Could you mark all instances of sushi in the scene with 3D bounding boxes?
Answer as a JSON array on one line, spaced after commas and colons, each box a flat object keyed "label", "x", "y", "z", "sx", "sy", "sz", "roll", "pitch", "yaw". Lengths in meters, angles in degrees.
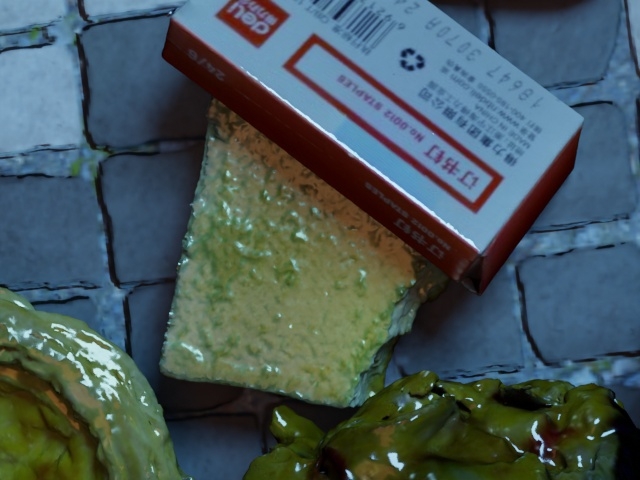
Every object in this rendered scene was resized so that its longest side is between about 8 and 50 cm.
[{"label": "sushi", "x": 0.081, "y": 0.162, "z": 0.794, "sx": 0.213, "sy": 0.200, "sz": 0.204, "roll": -30, "pitch": 103, "yaw": 9}]

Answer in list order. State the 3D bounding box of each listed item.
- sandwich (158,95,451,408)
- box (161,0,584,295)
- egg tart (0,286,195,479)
[{"label": "sandwich", "x": 0.000, "y": 0.000, "z": 0.887, "sx": 0.162, "sy": 0.058, "sz": 0.193, "roll": 10, "pitch": 92, "yaw": 5}, {"label": "box", "x": 0.034, "y": -0.084, "z": 0.851, "sx": 0.229, "sy": 0.050, "sz": 0.123, "roll": 37, "pitch": 61, "yaw": 4}, {"label": "egg tart", "x": -0.206, "y": 0.160, "z": 0.907, "sx": 0.279, "sy": 0.095, "sz": 0.279, "roll": 1, "pitch": 98, "yaw": 5}]
